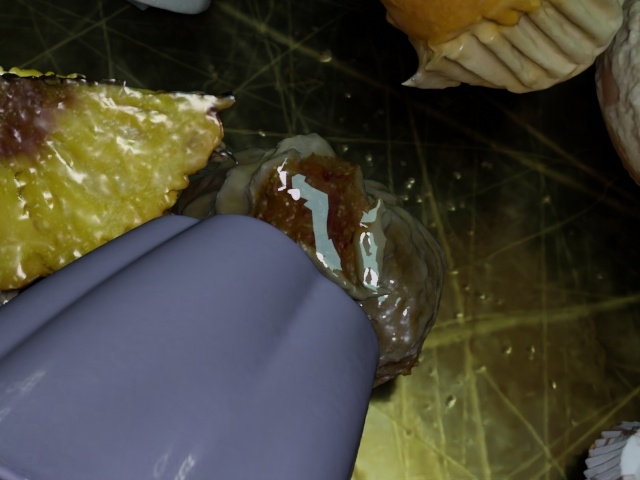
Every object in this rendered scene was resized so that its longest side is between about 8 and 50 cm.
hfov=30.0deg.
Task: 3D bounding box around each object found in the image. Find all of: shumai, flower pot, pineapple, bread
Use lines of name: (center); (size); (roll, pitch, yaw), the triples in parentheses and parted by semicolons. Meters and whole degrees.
shumai: (0.000, 0.000, 0.790); (0.206, 0.175, 0.166); (12, 61, -10)
flower pot: (-0.097, 0.123, 0.676); (0.265, 0.265, 0.243); (32, 46, 5)
pineapple: (-0.225, -0.045, 0.806); (0.335, 0.158, 0.161); (0, 104, -5)
bread: (0.140, -0.304, 0.934); (0.183, 0.236, 0.388); (34, 40, -44)

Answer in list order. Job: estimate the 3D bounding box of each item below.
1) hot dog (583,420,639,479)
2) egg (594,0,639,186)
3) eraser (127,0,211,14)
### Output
hot dog: (0.282, 0.222, 0.799); (0.253, 0.069, 0.131); (38, 52, 6)
egg: (0.308, -0.118, 0.914); (0.195, 0.195, 0.233); (0, 58, -12)
eraser: (-0.111, -0.334, 0.988); (0.189, 0.104, 0.290); (25, 59, 6)
